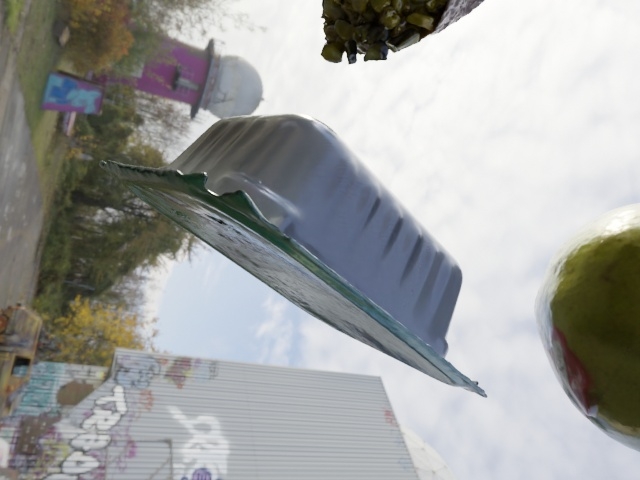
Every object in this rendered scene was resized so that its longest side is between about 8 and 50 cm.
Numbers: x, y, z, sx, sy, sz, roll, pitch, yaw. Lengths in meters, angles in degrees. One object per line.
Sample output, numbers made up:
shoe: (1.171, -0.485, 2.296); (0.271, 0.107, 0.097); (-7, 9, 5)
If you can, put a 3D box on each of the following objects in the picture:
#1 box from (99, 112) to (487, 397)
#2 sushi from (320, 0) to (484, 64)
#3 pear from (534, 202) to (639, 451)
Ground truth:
box: (0.000, 0.000, 0.456); (0.264, 0.337, 0.105); (15, -111, 52)
sushi: (0.100, -0.337, 0.680); (0.297, 0.179, 0.166); (19, -54, 41)
pear: (0.399, 0.095, 0.616); (0.375, 0.288, 0.287); (-12, 116, -87)
